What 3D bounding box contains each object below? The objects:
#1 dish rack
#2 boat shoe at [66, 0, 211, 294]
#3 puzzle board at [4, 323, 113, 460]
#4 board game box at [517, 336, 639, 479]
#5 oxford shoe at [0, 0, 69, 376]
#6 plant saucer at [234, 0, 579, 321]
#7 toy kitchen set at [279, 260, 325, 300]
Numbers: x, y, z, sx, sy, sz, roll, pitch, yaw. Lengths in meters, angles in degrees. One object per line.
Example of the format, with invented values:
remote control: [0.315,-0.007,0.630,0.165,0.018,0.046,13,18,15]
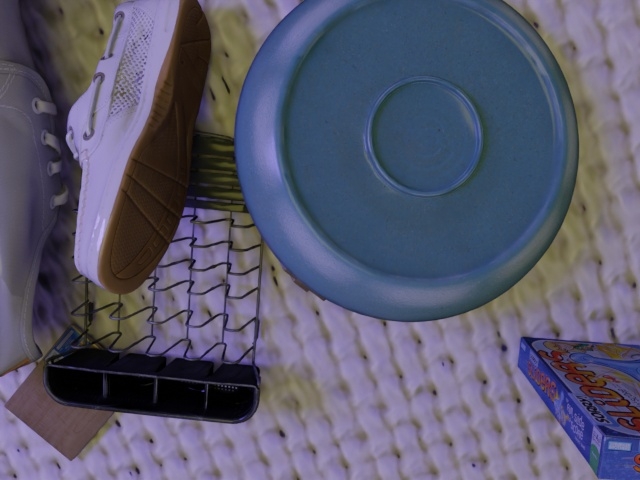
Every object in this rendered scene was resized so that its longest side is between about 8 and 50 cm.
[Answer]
dish rack: [-0.150,0.028,0.550,0.208,0.074,0.272,5,98,1]
boat shoe: [-0.169,-0.090,0.490,0.096,0.098,0.277,4,68,11]
puzzle board: [-0.269,0.166,0.616,0.096,0.011,0.128,41,99,-3]
board game box: [0.263,0.135,0.478,0.136,0.201,0.035,3,100,3]
oxford shoe: [-0.301,-0.080,0.521,0.130,0.169,0.450,4,93,-34]
plant saucer: [0.085,-0.087,0.488,0.317,0.043,0.318,0,88,-7]
toy kitchen set: [0.000,0.000,0.543,0.075,0.083,0.068,-35,55,9]
